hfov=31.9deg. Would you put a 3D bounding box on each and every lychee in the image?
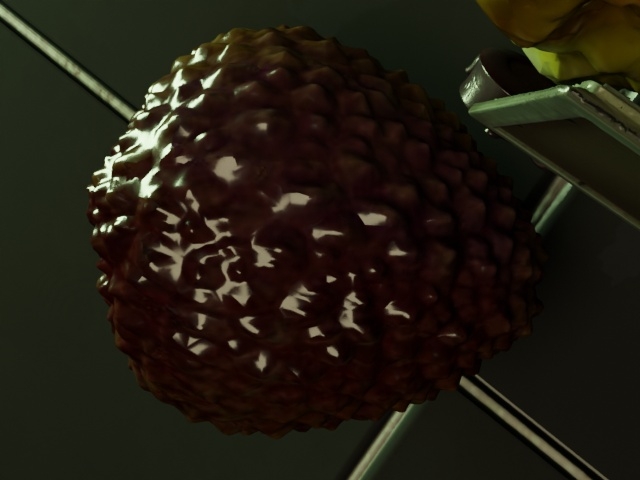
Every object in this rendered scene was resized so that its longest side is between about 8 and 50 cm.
[{"bbox_3d":[0.000,0.000,0.656,0.271,0.271,0.271,9,109,27],"label":"lychee"}]

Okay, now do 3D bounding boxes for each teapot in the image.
[{"bbox_3d":[0.114,-0.076,0.656,0.045,0.068,0.100,-57,45,34],"label":"teapot"}]

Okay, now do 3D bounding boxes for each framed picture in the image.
[{"bbox_3d":[0.207,0.014,0.508,0.296,0.232,0.019,34,94,-4],"label":"framed picture"}]

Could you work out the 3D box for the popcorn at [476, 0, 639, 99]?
[{"bbox_3d":[0.213,-0.161,0.471,0.325,0.321,0.290,10,107,-11],"label":"popcorn"}]
